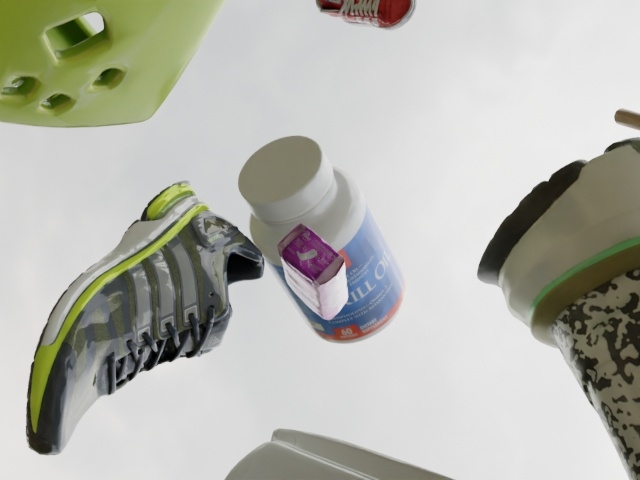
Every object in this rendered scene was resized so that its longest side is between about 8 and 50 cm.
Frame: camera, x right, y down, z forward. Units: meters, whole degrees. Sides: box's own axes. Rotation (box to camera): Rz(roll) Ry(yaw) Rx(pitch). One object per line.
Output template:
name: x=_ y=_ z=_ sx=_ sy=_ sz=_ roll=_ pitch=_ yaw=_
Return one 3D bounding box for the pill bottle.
pill bottle: x=0.000 y=0.000 z=1.015 sx=0.124 sy=0.221 sz=0.124 roll=-15 pitch=-134 yaw=16

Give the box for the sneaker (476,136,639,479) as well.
sneaker: x=0.283 y=0.072 z=0.511 sx=0.158 sy=0.411 sz=0.182 roll=121 pitch=-33 yaw=-53

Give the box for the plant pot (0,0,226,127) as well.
plant pot: x=-0.172 y=-0.190 z=0.443 sx=0.228 sy=0.207 sz=0.227 roll=50 pitch=-50 yaw=16

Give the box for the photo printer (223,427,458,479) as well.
photo printer: x=0.058 y=0.235 z=0.548 sx=0.307 sy=0.256 sz=0.107 roll=99 pitch=13 yaw=-57

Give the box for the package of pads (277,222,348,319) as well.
package of pads: x=-0.004 y=0.026 z=0.750 sx=0.050 sy=0.083 sz=0.032 roll=40 pitch=-105 yaw=18

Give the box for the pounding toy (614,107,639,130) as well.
pounding toy: x=0.411 y=-0.161 z=0.886 sx=0.183 sy=0.237 sz=0.110 roll=-126 pitch=-163 yaw=-55

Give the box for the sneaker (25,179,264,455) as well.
sneaker: x=-0.147 y=0.068 z=0.845 sx=0.121 sy=0.300 sz=0.111 roll=28 pitch=-40 yaw=6

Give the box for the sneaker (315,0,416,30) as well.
sneaker: x=0.043 y=-0.252 z=1.030 sx=0.118 sy=0.067 sz=0.042 roll=12 pitch=-92 yaw=51
